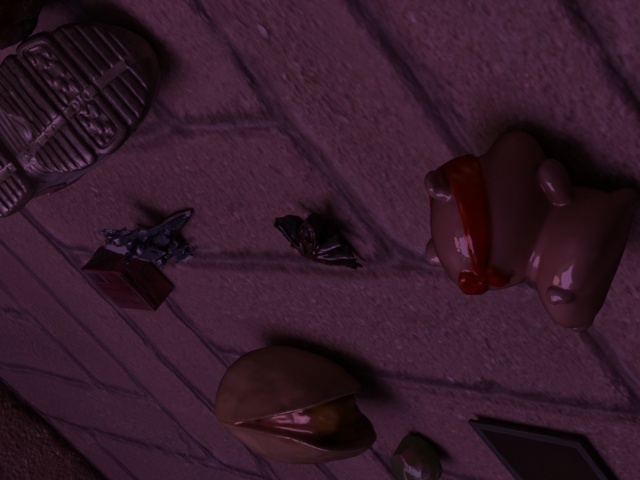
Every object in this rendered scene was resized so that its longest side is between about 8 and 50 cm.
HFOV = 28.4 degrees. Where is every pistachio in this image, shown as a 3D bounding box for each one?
[{"bbox_3d":[-0.048,0.262,1.984,0.299,0.187,0.187,1,137,51],"label":"pistachio"}]

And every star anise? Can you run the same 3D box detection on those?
[{"bbox_3d":[-0.006,-0.005,1.600,0.124,0.056,0.129,26,169,20],"label":"star anise"}]

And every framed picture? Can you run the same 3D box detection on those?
[{"bbox_3d":[0.352,0.348,1.789,0.217,0.017,0.274,4,140,52],"label":"framed picture"}]

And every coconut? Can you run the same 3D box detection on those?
[{"bbox_3d":[0.153,0.355,2.003,0.082,0.081,0.083,11,138,23],"label":"coconut"}]

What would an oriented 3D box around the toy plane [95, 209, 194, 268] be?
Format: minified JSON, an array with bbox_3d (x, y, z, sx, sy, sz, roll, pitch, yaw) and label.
[{"bbox_3d":[-0.255,0.003,1.938,0.160,0.082,0.234,19,166,-26],"label":"toy plane"}]

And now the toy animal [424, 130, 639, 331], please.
[{"bbox_3d":[0.192,-0.009,1.221,0.198,0.171,0.171,22,153,14],"label":"toy animal"}]

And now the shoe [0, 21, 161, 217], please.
[{"bbox_3d":[-0.327,-0.170,1.629,0.351,0.198,0.172,-27,95,29],"label":"shoe"}]

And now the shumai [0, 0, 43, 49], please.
[{"bbox_3d":[-0.459,-0.316,1.565,0.218,0.184,0.185,14,130,61],"label":"shumai"}]

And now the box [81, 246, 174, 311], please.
[{"bbox_3d":[-0.333,0.066,2.180,0.111,0.060,0.156,50,156,-25],"label":"box"}]
